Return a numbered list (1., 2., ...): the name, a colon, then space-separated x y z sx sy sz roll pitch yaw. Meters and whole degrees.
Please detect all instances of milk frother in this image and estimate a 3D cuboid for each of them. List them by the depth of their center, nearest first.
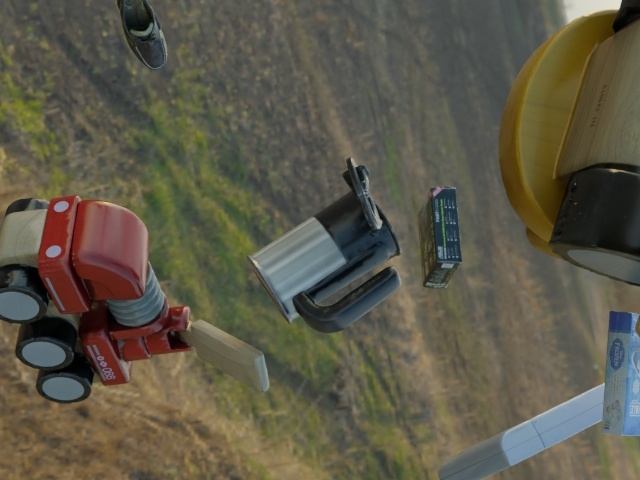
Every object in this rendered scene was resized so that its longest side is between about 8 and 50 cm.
1. milk frother: 0.000 0.000 0.966 0.143 0.134 0.129 62 -9 -32

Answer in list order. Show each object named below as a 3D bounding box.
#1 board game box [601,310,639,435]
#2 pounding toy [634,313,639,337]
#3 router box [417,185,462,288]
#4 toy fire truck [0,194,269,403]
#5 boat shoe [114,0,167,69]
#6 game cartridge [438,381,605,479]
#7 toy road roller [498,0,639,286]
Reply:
1. board game box: 0.243 0.102 0.760 0.090 0.020 0.090 11 83 -48
2. pounding toy: 0.215 0.043 0.310 0.206 0.094 0.181 46 -8 24
3. router box: 0.171 -0.004 1.448 0.092 0.038 0.122 105 -15 -64
4. toy fire truck: -0.181 0.069 1.001 0.217 0.246 0.158 79 5 -47
5. boat shoe: -0.252 -0.297 1.402 0.049 0.056 0.152 -116 -176 -49
6. game cartridge: 0.346 0.302 1.589 0.297 0.198 0.062 -15 68 -36
7. toy road roller: 0.281 -0.042 0.676 0.240 0.329 0.203 158 -50 -80
